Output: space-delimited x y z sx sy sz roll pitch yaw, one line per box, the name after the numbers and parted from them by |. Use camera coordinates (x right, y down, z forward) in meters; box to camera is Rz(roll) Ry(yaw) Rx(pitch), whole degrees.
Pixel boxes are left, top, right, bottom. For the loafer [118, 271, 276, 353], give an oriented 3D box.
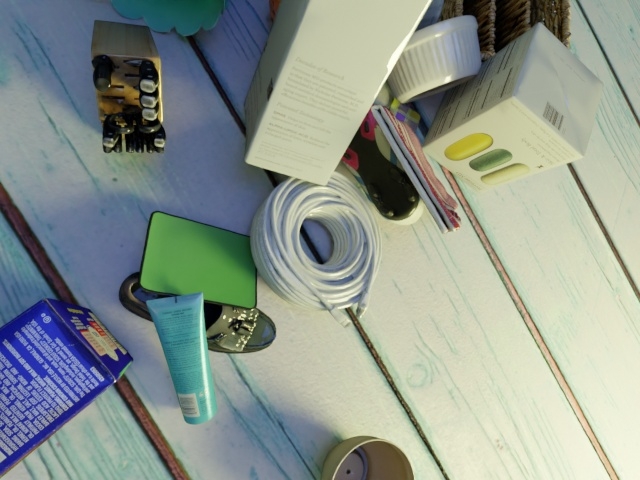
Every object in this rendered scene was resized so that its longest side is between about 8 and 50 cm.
-0.190 0.124 0.661 0.268 0.084 0.096 23 73 -18 | loafer

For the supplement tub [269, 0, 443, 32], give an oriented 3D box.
0.071 -0.473 0.812 0.316 0.194 0.193 -22 91 -24 | supplement tub

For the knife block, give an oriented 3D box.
-0.281 -0.251 0.596 0.088 0.242 0.275 -5 83 -25 | knife block

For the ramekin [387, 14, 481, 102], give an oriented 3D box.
0.237 -0.373 0.866 0.207 0.207 0.108 -24 100 -25 | ramekin

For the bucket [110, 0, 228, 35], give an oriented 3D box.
-0.257 -0.493 0.637 0.281 0.281 0.182 21 73 -19 | bucket

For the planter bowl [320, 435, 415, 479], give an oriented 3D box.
0.066 0.417 0.710 0.162 0.109 0.161 4 79 -23 | planter bowl

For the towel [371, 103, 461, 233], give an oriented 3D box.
0.189 -0.138 0.766 0.037 0.329 0.237 -31 90 20 | towel

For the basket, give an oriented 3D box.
0.415 -0.523 0.953 0.214 0.223 0.298 15 77 -21 | basket

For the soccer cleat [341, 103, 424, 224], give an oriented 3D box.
0.104 -0.171 0.836 0.116 0.143 0.331 -30 74 17 | soccer cleat

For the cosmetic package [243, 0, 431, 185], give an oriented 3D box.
0.011 -0.305 0.628 0.156 0.384 0.217 12 40 -22 | cosmetic package

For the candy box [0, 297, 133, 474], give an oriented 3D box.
-0.390 0.216 0.459 0.317 0.268 0.122 -39 94 -23 | candy box

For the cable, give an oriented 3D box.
0.000 0.000 0.752 0.257 0.089 0.257 37 62 -18 | cable

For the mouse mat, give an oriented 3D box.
-0.191 0.033 0.670 0.190 0.007 0.152 16 48 -28 | mouse mat

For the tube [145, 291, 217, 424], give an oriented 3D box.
-0.203 0.181 0.626 0.080 0.052 0.206 -10 107 -14 | tube

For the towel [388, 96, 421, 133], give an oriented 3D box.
0.191 -0.284 0.933 0.083 0.009 0.060 29 72 -17 | towel

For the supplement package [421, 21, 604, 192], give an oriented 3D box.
0.400 -0.262 0.880 0.199 0.263 0.198 32 70 -16 | supplement package
